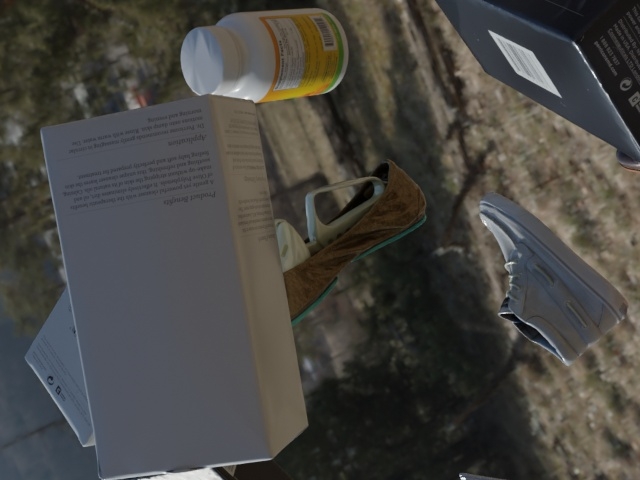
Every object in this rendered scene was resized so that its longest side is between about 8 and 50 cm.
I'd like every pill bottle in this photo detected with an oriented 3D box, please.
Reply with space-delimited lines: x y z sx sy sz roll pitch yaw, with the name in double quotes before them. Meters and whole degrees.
"pill bottle" -0.086 -0.281 1.621 0.136 0.245 0.136 15 111 43

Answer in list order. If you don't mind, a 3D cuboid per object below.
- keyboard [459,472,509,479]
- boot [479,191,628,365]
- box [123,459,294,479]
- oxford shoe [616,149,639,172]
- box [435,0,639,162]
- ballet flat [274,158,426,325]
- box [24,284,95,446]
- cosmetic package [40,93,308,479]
"keyboard" 0.265 0.257 1.030 0.256 0.014 0.072 5 159 22
"boot" 0.275 0.049 1.419 0.258 0.123 0.095 45 177 33
"box" -0.159 0.406 1.719 0.261 0.184 0.103 51 -145 -32
"oxford shoe" 0.609 -0.185 1.856 0.271 0.098 0.097 -19 59 57
"box" 0.324 -0.295 1.119 0.179 0.312 0.343 47 180 -33
"ballet flat" 0.000 0.000 1.422 0.116 0.342 0.124 8 130 61
"box" -0.297 0.162 1.508 0.181 0.119 0.182 48 116 28
"cosmetic package" -0.147 0.046 1.109 0.155 0.196 0.366 -20 -78 -75
